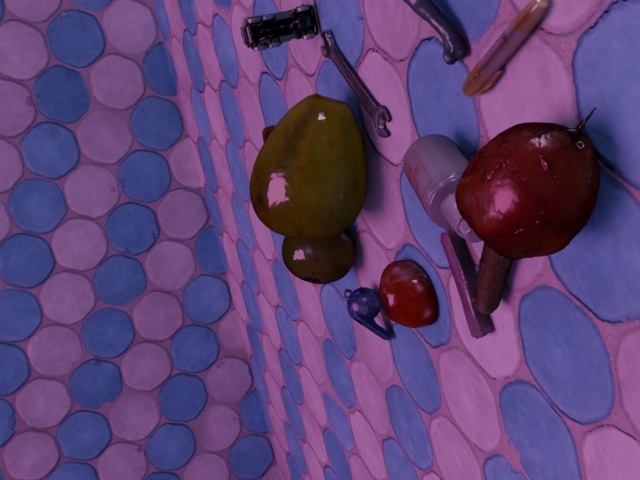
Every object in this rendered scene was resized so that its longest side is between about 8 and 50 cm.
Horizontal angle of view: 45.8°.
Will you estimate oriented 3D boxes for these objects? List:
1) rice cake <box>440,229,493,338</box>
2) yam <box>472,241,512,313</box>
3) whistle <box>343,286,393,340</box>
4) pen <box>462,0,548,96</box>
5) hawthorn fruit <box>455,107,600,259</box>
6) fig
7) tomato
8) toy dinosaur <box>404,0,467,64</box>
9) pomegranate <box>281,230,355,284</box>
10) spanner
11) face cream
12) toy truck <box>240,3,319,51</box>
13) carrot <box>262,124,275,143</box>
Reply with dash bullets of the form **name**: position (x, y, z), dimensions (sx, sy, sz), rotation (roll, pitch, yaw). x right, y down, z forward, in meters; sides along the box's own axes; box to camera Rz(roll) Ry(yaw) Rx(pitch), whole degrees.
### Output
- **rice cake**: position (0.262, 0.076, 1.367), dimensions (0.047, 0.036, 0.207), rotation (-17, 91, 61)
- **yam**: position (0.286, 0.011, 1.212), dimensions (0.061, 0.061, 0.274), rotation (54, 155, 41)
- **whistle**: position (0.119, 0.163, 1.805), dimensions (0.157, 0.090, 0.090), rotation (34, 164, -10)
- **pen**: position (0.259, -0.265, 1.073), dimensions (0.040, 0.032, 0.233), rotation (46, 157, 3)
- **hawthorn fruit**: position (0.279, -0.086, 0.987), dimensions (0.181, 0.181, 0.235), rotation (60, 146, 30)
- **fig**: position (-0.021, -0.157, 1.628), dimensions (0.258, 0.258, 0.327), rotation (50, 139, 47)
- **tomato**: position (0.167, 0.118, 1.585), dimensions (0.159, 0.091, 0.139), rotation (-135, 33, -57)
- **toy dinosaur**: position (0.136, -0.498, 1.138), dimensions (0.331, 0.129, 0.384), rotation (45, 148, 32)
- **pomegranate**: position (-0.005, 0.004, 1.849), dimensions (0.179, 0.179, 0.211), rotation (-172, 78, -69)
- **spanner**: position (0.070, -0.325, 1.566), dimensions (0.302, 0.017, 0.071), rotation (59, 157, 31)
- **face cream**: position (0.206, -0.072, 1.187), dimensions (0.252, 0.101, 0.101), rotation (-105, 8, -56)
- **toy truck**: position (-0.096, -0.469, 1.669), dimensions (0.100, 0.168, 0.077), rotation (-136, 31, -66)
- **carrot**: position (-0.072, -0.189, 2.005), dimensions (0.314, 0.066, 0.066), rotation (60, 158, 32)
